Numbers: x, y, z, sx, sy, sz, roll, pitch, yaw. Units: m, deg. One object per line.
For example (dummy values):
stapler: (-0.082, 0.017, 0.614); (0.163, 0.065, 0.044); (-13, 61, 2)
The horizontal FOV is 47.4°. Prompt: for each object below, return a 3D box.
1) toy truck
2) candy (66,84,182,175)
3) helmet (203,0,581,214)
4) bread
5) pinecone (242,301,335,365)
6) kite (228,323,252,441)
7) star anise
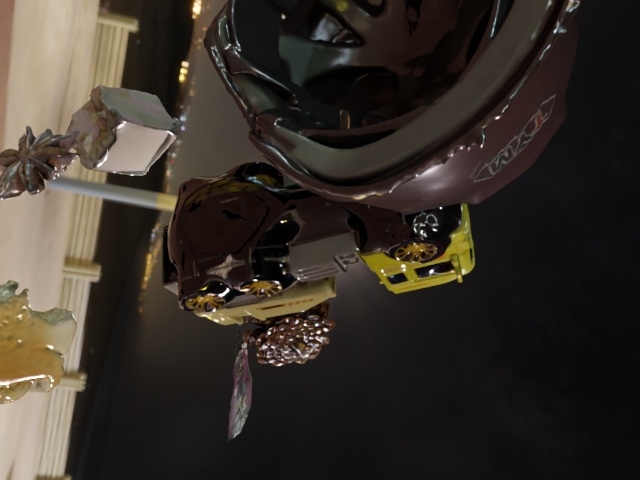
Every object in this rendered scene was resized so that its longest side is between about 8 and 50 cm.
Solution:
toy truck: (0.000, 0.000, 0.963); (0.254, 0.405, 0.180); (48, 31, -59)
candy: (-0.443, -0.250, 1.647); (0.185, 0.195, 0.137); (-43, -116, 31)
helmet: (0.067, -0.120, 0.509); (0.225, 0.177, 0.305); (-42, -130, 12)
bread: (-0.729, 0.225, 1.551); (0.329, 0.424, 0.245); (-21, -110, 33)
pinecone: (-0.075, 0.163, 1.570); (0.208, 0.208, 0.207); (-171, -90, -77)
kite: (-0.178, 0.256, 1.611); (0.204, 0.022, 0.360); (-56, 146, -75)
star anise: (-0.529, -0.136, 1.332); (0.065, 0.195, 0.182); (74, 31, -47)
